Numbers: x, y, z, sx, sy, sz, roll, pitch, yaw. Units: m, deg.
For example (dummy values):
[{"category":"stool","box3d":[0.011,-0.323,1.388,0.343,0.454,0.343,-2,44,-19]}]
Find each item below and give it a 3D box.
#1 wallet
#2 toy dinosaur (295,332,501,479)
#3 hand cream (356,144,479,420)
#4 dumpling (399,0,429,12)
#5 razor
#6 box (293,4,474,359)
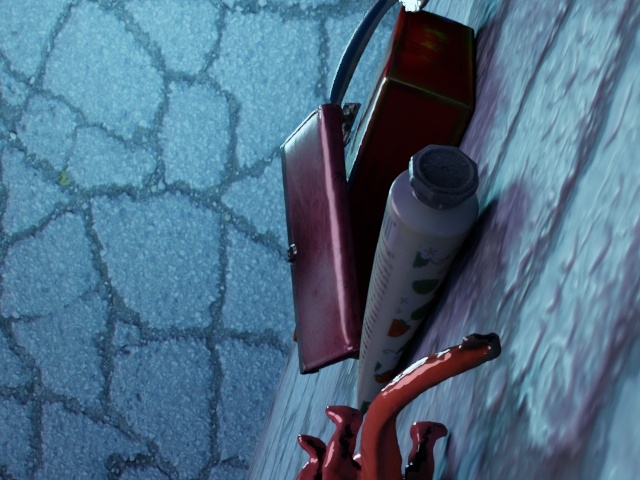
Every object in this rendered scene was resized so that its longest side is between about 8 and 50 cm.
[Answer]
[{"category":"wallet","box3d":[0.000,0.000,0.839,0.119,0.025,0.232,145,123,-60]},{"category":"toy dinosaur","box3d":[0.027,0.158,0.464,0.286,0.070,0.139,118,161,-60]},{"category":"hand cream","box3d":[0.060,0.037,0.668,0.276,0.059,0.095,102,-175,-53]},{"category":"dumpling","box3d":[0.107,-0.373,0.879,0.243,0.175,0.227,-48,22,-4]},{"category":"razor","box3d":[0.039,-0.172,0.846,0.191,0.037,0.068,113,177,-50]},{"category":"box","box3d":[0.063,-0.057,0.928,0.197,0.089,0.313,-77,4,-56]}]
